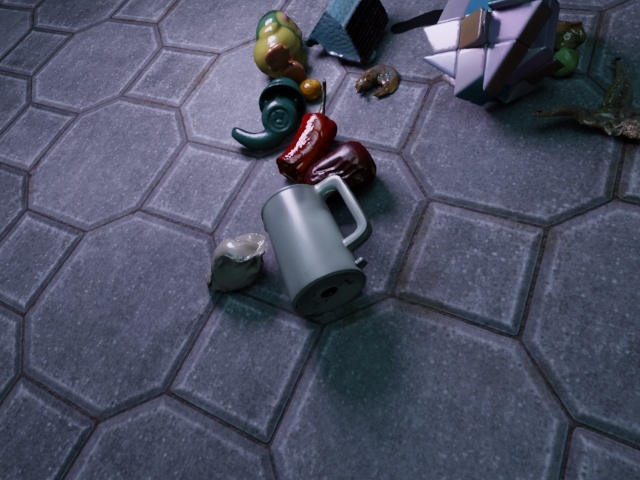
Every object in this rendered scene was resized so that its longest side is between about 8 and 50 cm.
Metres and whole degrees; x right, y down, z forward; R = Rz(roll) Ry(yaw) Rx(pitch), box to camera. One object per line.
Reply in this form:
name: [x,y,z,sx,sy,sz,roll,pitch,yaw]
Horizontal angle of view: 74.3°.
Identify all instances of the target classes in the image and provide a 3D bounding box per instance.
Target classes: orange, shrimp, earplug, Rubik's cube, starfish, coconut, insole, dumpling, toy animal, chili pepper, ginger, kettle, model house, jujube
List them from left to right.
dumpling: [-0.251,0.050,1.243,0.247,0.142,0.173,-27,38,24]
earplug: [-0.166,-0.458,1.517,0.257,0.164,0.280,-29,36,39]
toy animal: [-0.166,-0.739,1.631,0.191,0.216,0.338,-28,51,28]
orange: [-0.036,-0.558,1.564,0.083,0.070,0.083,6,47,-6]
kettle: [-0.014,0.002,1.147,0.205,0.265,0.318,2,48,-33]
chili pepper: [-0.012,-0.351,1.403,0.131,0.134,0.338,26,73,11]
jujube: [0.058,-0.206,1.300,0.230,0.155,0.155,-26,58,4]
model house: [0.128,-0.819,1.624,0.248,0.230,0.281,34,71,-16]
shrimp: [0.205,-0.575,1.529,0.187,0.052,0.132,-39,60,-13]
insole: [0.401,-0.871,1.678,0.253,0.005,0.086,-14,58,5]
Rubik's cube: [0.533,-0.617,1.322,0.387,0.358,0.368,12,100,46]
ginger: [0.778,-0.726,1.469,0.131,0.086,0.294,-44,52,-3]
coconut: [0.797,-0.583,1.377,0.096,0.087,0.088,-25,53,33]
starfish: [0.901,-0.395,1.223,0.384,0.132,0.398,-43,47,-20]
